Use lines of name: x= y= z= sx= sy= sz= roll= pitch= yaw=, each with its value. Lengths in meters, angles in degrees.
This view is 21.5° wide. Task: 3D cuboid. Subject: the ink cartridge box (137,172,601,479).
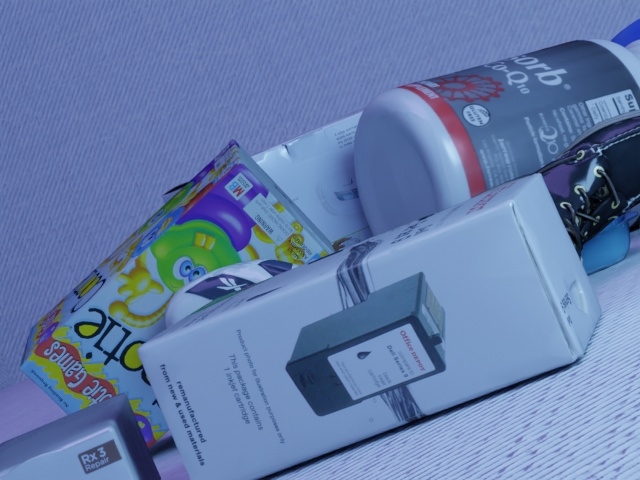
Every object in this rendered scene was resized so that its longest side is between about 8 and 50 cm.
ink cartridge box: x=0.044 y=0.063 z=1.232 sx=0.289 sy=0.121 sz=0.211 roll=-22 pitch=3 yaw=14

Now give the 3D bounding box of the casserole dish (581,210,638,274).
casserole dish: x=0.216 y=0.023 z=1.587 sx=0.188 sy=0.037 sz=0.114 roll=-22 pitch=2 yaw=11

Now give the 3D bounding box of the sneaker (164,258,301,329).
sneaker: x=-0.021 y=0.077 z=1.440 sx=0.235 sy=0.094 sz=0.153 roll=8 pitch=9 yaw=1

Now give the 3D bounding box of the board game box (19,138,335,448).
board game box: x=-0.131 y=0.057 z=1.585 sx=0.275 sy=0.144 sz=0.142 roll=-43 pitch=12 yaw=4

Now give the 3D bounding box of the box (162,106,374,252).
box: x=0.000 y=0.000 z=1.822 sx=0.262 sy=0.231 sz=0.127 roll=-25 pitch=3 yaw=-25

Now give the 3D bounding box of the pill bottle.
pill bottle: x=0.236 y=-0.093 z=1.754 sx=0.363 sy=0.210 sz=0.210 roll=-17 pitch=-1 yaw=-24

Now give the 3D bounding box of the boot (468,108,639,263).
boot: x=0.224 y=-0.018 z=1.455 sx=0.236 sy=0.085 sz=0.178 roll=-27 pitch=18 yaw=15

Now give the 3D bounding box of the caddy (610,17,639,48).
caddy: x=0.524 y=-0.198 z=2.091 sx=0.341 sy=0.179 sz=0.241 roll=-22 pitch=-22 yaw=20

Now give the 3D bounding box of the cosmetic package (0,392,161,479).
cosmetic package: x=-0.186 y=0.181 z=1.256 sx=0.117 sy=0.085 sz=0.231 roll=-23 pitch=4 yaw=-2
